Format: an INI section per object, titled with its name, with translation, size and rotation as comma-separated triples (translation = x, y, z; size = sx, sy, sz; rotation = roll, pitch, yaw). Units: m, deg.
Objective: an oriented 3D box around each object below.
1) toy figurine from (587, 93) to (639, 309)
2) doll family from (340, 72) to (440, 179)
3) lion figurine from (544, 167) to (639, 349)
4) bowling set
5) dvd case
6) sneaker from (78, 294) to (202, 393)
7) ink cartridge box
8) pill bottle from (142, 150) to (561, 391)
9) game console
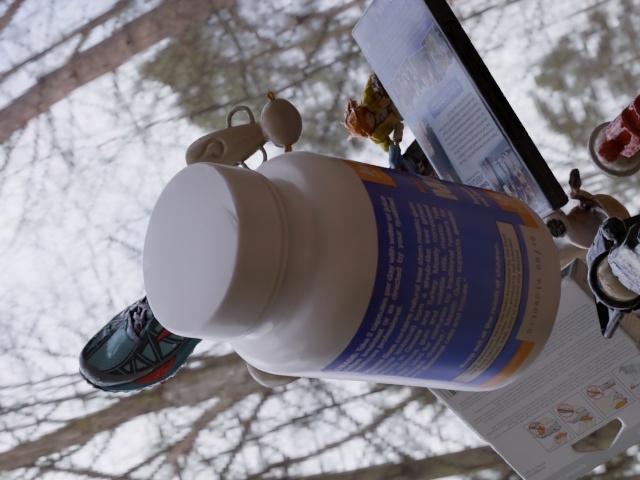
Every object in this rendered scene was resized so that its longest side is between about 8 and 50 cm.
[toy figurine]
translation = 0.360, -0.035, 1.331
size = 0.210, 0.148, 0.213
rotation = 3, -109, -8
[doll family]
translation = 0.110, -0.123, 1.817
size = 0.263, 0.118, 0.163
rotation = 59, -145, -6
[lion figurine]
translation = 0.440, 0.046, 2.007
size = 0.392, 0.142, 0.240
rotation = 67, -161, -12
[bowling set]
translation = 0.000, 0.000, 1.412
size = 0.200, 0.154, 0.287
rotation = 7, -118, -65
[dvd case]
translation = 0.120, -0.117, 1.266
size = 0.022, 0.180, 0.253
rotation = -30, -94, -17
[sneaker]
translation = -0.165, 0.060, 1.553
size = 0.262, 0.104, 0.125
rotation = -36, -36, -13
[ink cartridge box]
translation = 0.313, 0.185, 1.839
size = 0.239, 0.275, 0.060
rotation = 44, -146, -10
[pill bottle]
translation = 0.022, 0.021, 0.964
size = 0.272, 0.152, 0.152
rotation = 10, -113, -38
[game console]
translation = 0.366, 0.040, 1.642
size = 0.071, 0.107, 0.122
rotation = 0, -124, -7
